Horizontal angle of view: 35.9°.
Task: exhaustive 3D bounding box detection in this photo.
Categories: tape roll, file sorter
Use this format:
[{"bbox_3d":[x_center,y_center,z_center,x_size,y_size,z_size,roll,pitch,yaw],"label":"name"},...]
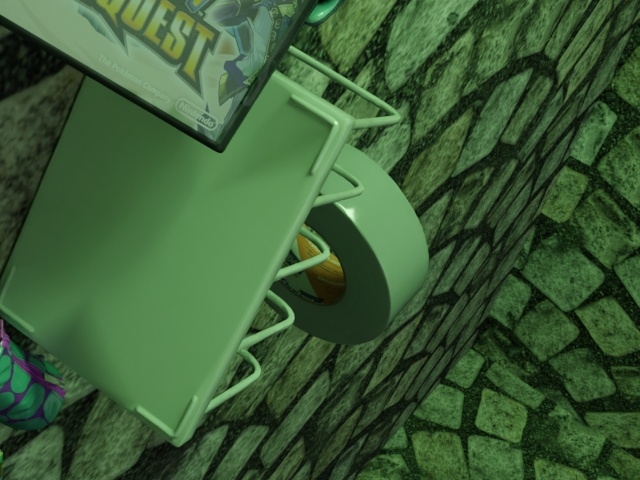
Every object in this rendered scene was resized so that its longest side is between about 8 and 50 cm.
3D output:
[{"bbox_3d":[0.000,0.000,1.004,0.072,0.219,0.219,-44,159,-34],"label":"tape roll"},{"bbox_3d":[-0.090,-0.023,0.784,0.278,0.192,0.173,-62,164,18],"label":"file sorter"}]

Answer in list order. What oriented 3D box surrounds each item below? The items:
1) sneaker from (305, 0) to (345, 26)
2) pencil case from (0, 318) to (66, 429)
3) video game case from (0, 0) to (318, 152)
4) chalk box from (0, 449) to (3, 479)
[{"bbox_3d":[-0.020,-0.207,0.747,0.283,0.122,0.110,-30,150,-53],"label":"sneaker"},{"bbox_3d":[-0.253,0.103,0.774,0.070,0.065,0.152,-13,157,1],"label":"pencil case"},{"bbox_3d":[-0.086,-0.209,0.532,0.274,0.035,0.248,29,95,-46],"label":"video game case"},{"bbox_3d":[-0.277,0.162,0.582,0.132,0.213,0.132,-38,155,-43],"label":"chalk box"}]
